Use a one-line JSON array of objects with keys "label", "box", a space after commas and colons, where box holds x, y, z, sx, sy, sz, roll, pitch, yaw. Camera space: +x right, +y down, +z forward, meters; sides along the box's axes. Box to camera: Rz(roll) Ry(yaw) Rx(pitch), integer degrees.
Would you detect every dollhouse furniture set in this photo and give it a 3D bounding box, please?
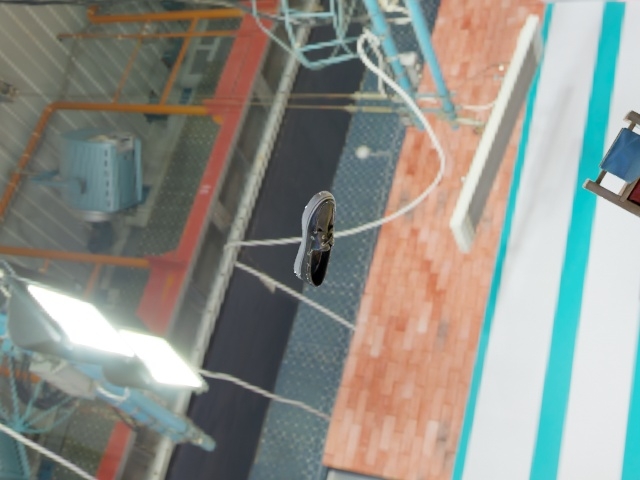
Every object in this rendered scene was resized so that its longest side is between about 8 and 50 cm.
[{"label": "dollhouse furniture set", "box": [0.336, -0.093, 0.726, 0.183, 0.129, 0.129, -62, -10, 13]}]

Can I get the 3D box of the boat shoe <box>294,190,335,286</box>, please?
[{"label": "boat shoe", "box": [0.000, 0.000, 1.129, 0.049, 0.040, 0.142, -16, -46, -36]}]
